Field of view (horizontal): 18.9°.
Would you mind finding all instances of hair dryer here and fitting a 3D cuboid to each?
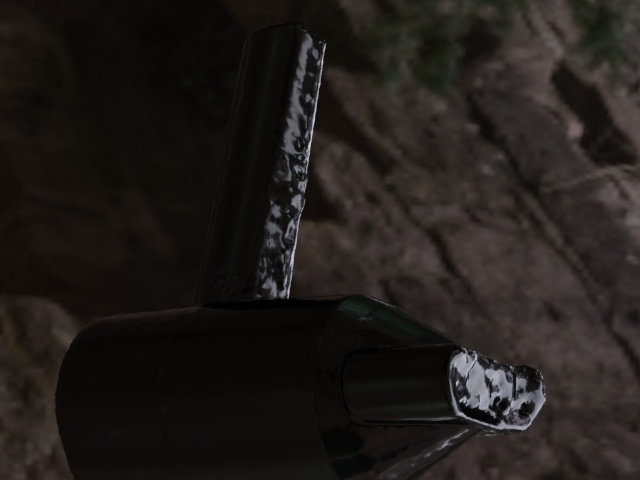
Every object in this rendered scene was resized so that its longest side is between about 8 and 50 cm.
[{"bbox_3d":[0.000,0.000,1.060,0.244,0.116,0.302,-7,-117,28],"label":"hair dryer"}]
